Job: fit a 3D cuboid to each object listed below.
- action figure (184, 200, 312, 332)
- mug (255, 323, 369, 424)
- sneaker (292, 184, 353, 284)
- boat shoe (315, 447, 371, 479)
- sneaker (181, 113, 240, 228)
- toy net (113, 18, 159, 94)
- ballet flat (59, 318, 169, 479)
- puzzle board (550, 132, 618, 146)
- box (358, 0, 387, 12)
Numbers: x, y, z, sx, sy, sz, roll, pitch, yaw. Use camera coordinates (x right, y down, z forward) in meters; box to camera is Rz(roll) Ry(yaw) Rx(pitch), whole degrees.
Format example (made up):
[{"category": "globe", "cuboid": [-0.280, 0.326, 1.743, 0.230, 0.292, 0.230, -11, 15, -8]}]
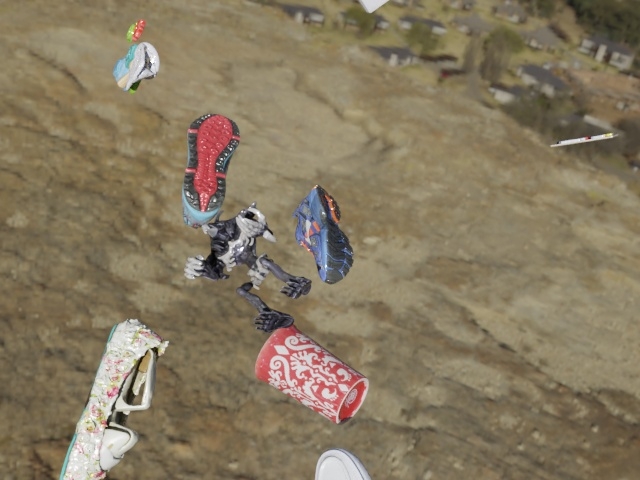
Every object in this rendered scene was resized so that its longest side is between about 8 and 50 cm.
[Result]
[{"category": "action figure", "cuboid": [-0.134, 0.024, 1.487, 0.276, 0.164, 0.141, 42, 3, 37]}, {"category": "mug", "cuboid": [-0.003, 0.231, 1.522, 0.169, 0.113, 0.150, 29, 5, 28]}, {"category": "sneaker", "cuboid": [0.000, 0.000, 1.670, 0.083, 0.087, 0.221, 34, 31, -36]}, {"category": "boat shoe", "cuboid": [0.034, 0.418, 1.267, 0.084, 0.095, 0.258, 35, 35, -56]}, {"category": "sneaker", "cuboid": [-0.234, -0.138, 1.773, 0.104, 0.125, 0.261, 17, 54, -10]}, {"category": "toy net", "cuboid": [-0.292, -0.298, 1.458, 0.045, 0.122, 0.232, 22, 4, -25]}, {"category": "ballet flat", "cuboid": [-0.261, 0.218, 1.138, 0.077, 0.240, 0.091, 13, -13, 13]}, {"category": "puzzle board", "cuboid": [0.563, -0.215, 1.896, 0.128, 0.011, 0.096, -8, 4, 26]}, {"category": "box", "cuboid": [0.121, -0.431, 0.948, 0.232, 0.322, 0.058, 51, 10, -29]}]
